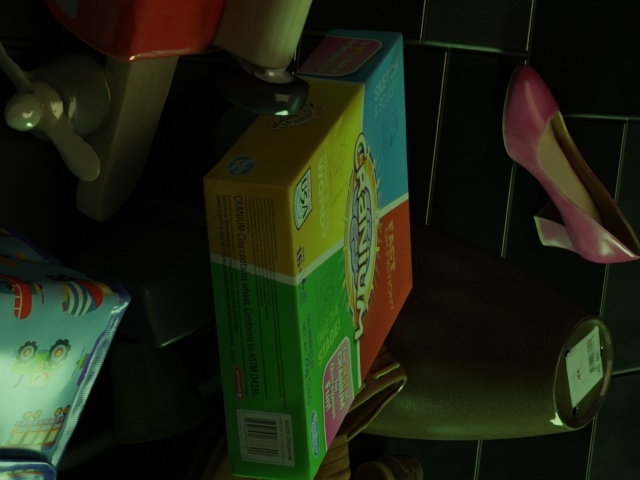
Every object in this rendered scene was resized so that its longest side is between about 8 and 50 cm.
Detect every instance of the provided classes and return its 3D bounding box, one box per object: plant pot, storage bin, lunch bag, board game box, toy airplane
[{"bbox_3d":[-0.136,0.111,1.405,0.083,0.083,0.079,-25,106,-47],"label":"plant pot"},{"bbox_3d":[0.148,0.099,1.640,0.215,0.230,0.215,-17,112,-50],"label":"plant pot"},{"bbox_3d":[-0.125,0.036,1.353,0.091,0.135,0.098,-31,119,-31],"label":"storage bin"},{"bbox_3d":[-0.288,0.143,1.191,0.221,0.138,0.293,2,110,-54],"label":"lunch bag"},{"bbox_3d":[0.000,0.000,1.357,0.316,0.064,0.242,-57,148,-59],"label":"board game box"},{"bbox_3d":[-0.111,-0.241,1.226,0.384,0.272,0.386,111,-6,-71],"label":"toy airplane"}]

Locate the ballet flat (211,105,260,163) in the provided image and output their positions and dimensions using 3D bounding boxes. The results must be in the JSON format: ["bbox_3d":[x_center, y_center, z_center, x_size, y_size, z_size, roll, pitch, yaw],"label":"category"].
[{"bbox_3d":[-0.006,-0.102,1.518,0.213,0.068,0.072,-27,120,-47],"label":"ballet flat"}]

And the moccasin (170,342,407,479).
[{"bbox_3d":[-0.029,0.190,1.435,0.139,0.147,0.380,-56,177,31],"label":"moccasin"}]

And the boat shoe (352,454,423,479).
[{"bbox_3d":[0.070,0.313,1.725,0.073,0.073,0.207,-4,102,-50],"label":"boat shoe"}]

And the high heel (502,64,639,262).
[{"bbox_3d":[0.267,-0.077,1.843,0.082,0.117,0.244,-44,131,-37],"label":"high heel"}]
